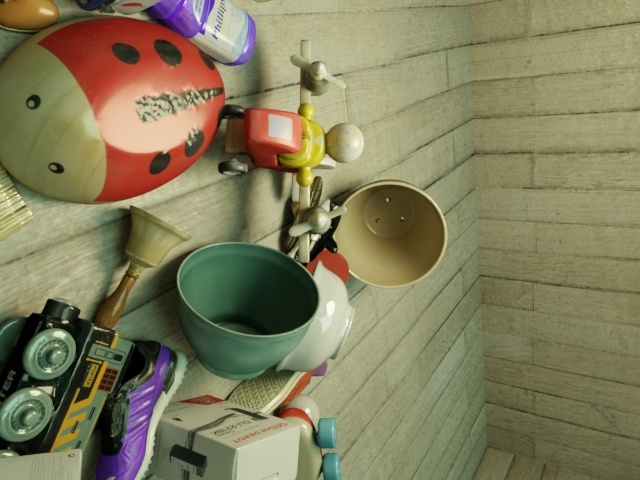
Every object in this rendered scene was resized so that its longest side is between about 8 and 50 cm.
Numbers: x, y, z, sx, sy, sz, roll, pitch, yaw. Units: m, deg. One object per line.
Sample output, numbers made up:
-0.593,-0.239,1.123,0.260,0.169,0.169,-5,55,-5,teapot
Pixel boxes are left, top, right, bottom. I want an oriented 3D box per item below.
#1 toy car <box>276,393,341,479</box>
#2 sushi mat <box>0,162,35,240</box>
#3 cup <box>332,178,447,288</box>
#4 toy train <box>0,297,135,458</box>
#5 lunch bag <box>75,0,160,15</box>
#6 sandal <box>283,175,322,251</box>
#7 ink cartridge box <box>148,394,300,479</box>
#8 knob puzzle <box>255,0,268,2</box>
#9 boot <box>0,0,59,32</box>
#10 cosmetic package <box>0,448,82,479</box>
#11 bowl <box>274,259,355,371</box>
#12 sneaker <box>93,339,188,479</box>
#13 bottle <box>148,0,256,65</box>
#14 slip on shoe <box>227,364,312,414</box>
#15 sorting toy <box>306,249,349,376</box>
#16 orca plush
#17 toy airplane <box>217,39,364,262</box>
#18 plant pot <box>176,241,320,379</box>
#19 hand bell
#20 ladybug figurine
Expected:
-0.057,0.507,1.383,0.238,0.218,0.211,-73,158,-71,toy car
-0.552,-0.010,0.692,0.316,0.019,0.152,-48,131,-41,sushi mat
0.211,-0.051,1.600,0.237,0.330,0.332,-72,155,-67,cup
-0.427,0.262,0.800,0.190,0.142,0.334,38,64,-50,toy train
-0.317,-0.503,0.782,0.114,0.243,0.304,-23,107,-52,lunch bag
-0.055,-0.078,1.384,0.220,0.060,0.090,-65,168,-2,sandal
-0.204,0.410,1.036,0.197,0.272,0.114,8,88,-56,ink cartridge box
-0.144,-0.549,1.084,0.213,0.213,0.030,18,79,-55,knob puzzle
-0.425,-0.345,0.712,0.197,0.152,0.073,-8,100,-55,boot
-0.467,0.471,0.656,0.284,0.097,0.378,3,103,-22,cosmetic package
-0.001,0.210,1.301,0.298,0.134,0.298,-157,-90,-89,bowl
-0.368,0.318,0.948,0.146,0.102,0.294,45,53,-44,sneaker
-0.247,-0.448,1.016,0.282,0.092,0.118,14,84,-56,bottle
-0.118,0.386,1.308,0.331,0.122,0.102,-28,121,-56,slip on shoe
0.009,0.207,1.509,0.126,0.126,0.366,-24,121,-85,sorting toy
0.000,0.000,1.378,0.287,0.102,0.151,-50,162,-52,orca plush
-0.028,-0.201,1.166,0.385,0.272,0.386,-70,151,-45,toy airplane
-0.166,0.165,1.093,0.293,0.293,0.196,-30,146,-51,plant pot
-0.350,0.070,0.948,0.126,0.126,0.242,39,74,-51,hand bell
-0.316,-0.227,0.883,0.449,0.161,0.305,-41,127,-46,ladybug figurine
